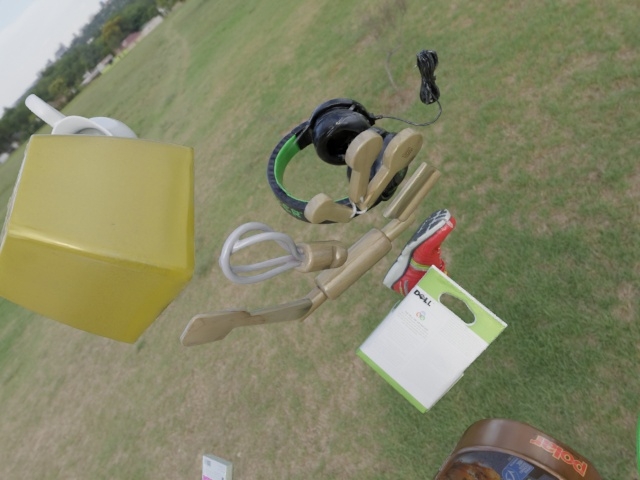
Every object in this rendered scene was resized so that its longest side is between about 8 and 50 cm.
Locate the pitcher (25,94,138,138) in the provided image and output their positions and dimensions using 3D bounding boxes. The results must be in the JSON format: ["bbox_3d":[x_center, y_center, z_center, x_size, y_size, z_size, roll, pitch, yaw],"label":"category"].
[{"bbox_3d":[-0.410,-0.177,0.826,0.125,0.178,0.207,-46,12,-3],"label":"pitcher"}]

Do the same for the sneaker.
[{"bbox_3d":[0.244,0.040,1.044,0.107,0.118,0.279,-47,-13,-37],"label":"sneaker"}]

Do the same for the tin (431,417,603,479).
[{"bbox_3d":[0.144,0.209,0.366,0.106,0.190,0.040,32,46,23],"label":"tin"}]

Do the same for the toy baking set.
[{"bbox_3d":[0.003,0.002,0.397,0.256,0.197,0.030,-42,63,-5],"label":"toy baking set"}]

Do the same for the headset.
[{"bbox_3d":[0.074,-0.201,0.898,0.394,0.185,0.243,-35,55,-11],"label":"headset"}]

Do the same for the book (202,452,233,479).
[{"bbox_3d":[-0.261,0.621,1.164,0.096,0.035,0.144,-1,87,39],"label":"book"}]

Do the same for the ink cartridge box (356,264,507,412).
[{"bbox_3d":[0.229,0.196,0.970,0.255,0.188,0.097,-53,-11,18],"label":"ink cartridge box"}]

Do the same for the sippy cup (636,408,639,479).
[{"bbox_3d":[0.436,0.204,0.371,0.224,0.306,0.240,9,40,3],"label":"sippy cup"}]

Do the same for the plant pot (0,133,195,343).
[{"bbox_3d":[-0.293,-0.013,0.598,0.212,0.187,0.212,-41,46,38],"label":"plant pot"}]
